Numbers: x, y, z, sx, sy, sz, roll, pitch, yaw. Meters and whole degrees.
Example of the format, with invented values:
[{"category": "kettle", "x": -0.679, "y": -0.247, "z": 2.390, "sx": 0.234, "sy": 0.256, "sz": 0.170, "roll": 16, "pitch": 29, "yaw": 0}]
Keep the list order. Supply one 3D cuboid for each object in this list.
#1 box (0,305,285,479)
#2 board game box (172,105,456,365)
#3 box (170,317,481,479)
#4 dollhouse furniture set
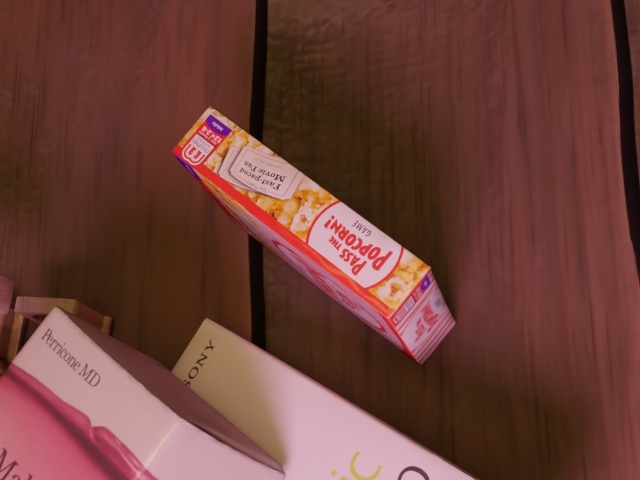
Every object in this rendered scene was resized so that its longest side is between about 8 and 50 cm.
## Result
[{"category": "box", "x": -0.162, "y": 0.185, "z": 0.709, "sx": 0.148, "sy": 0.127, "sz": 0.232, "roll": 32, "pitch": 84, "yaw": 38}, {"category": "board game box", "x": 0.000, "y": 0.000, "z": 0.789, "sx": 0.193, "sy": 0.147, "sz": 0.045, "roll": 37, "pitch": 83, "yaw": 22}, {"category": "box", "x": -0.020, "y": 0.215, "z": 0.726, "sx": 0.322, "sy": 0.058, "sz": 0.232, "roll": 25, "pitch": 79, "yaw": 38}, {"category": "dollhouse furniture set", "x": -0.258, "y": 0.094, "z": 0.819, "sx": 0.144, "sy": 0.151, "sz": 0.123, "roll": 2, "pitch": 73, "yaw": 17}]
